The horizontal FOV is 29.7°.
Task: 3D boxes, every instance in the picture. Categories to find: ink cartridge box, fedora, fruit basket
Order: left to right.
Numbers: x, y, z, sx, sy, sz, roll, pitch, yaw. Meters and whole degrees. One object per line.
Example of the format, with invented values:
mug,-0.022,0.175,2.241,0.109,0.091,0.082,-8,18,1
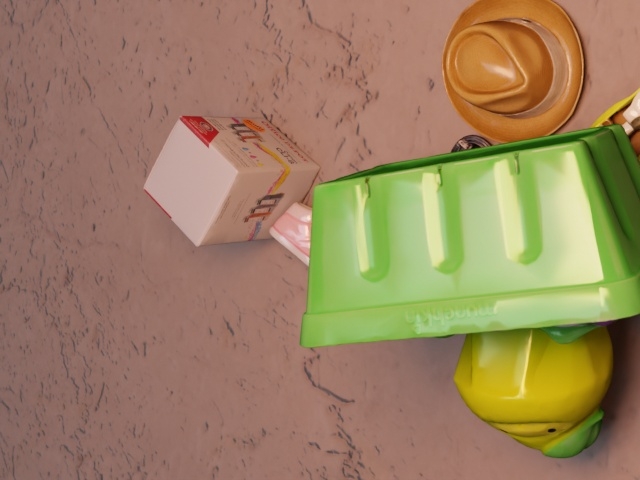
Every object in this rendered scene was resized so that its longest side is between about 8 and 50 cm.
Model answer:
ink cartridge box,-0.118,-0.083,1.630,0.128,0.176,0.127,43,118,26
fedora,0.210,-0.202,1.408,0.194,0.079,0.194,6,100,38
fruit basket,0.194,0.083,1.266,0.392,0.283,0.392,6,104,27

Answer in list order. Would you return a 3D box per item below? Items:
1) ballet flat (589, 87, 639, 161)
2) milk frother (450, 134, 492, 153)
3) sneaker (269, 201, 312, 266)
ballet flat,0.337,-0.123,1.314,0.231,0.077,0.077,-47,68,33
milk frother,0.139,-0.051,1.447,0.129,0.135,0.143,19,117,1
sneaker,0.000,0.000,1.623,0.134,0.051,0.070,39,99,15
